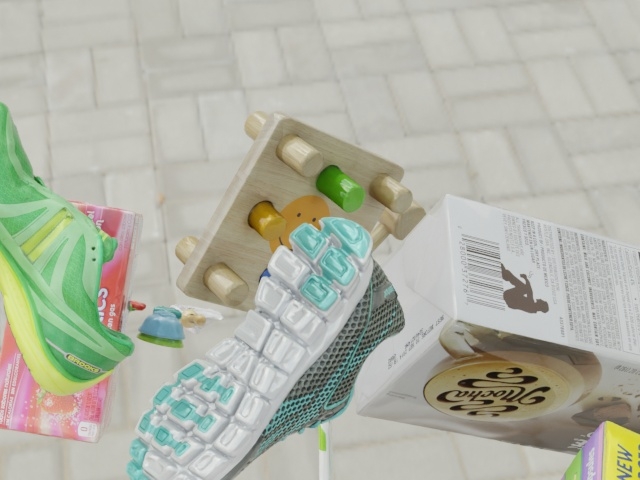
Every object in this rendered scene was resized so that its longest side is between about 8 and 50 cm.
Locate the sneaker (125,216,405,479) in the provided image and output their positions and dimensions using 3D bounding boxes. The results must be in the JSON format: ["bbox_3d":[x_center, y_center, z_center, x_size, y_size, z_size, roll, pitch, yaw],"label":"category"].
[{"bbox_3d":[-0.019,0.072,0.584,0.166,0.076,0.065,-48,43,-4],"label":"sneaker"}]

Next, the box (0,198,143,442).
[{"bbox_3d":[-0.327,0.098,1.631,0.142,0.154,0.300,9,90,-3],"label":"box"}]

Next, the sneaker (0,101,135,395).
[{"bbox_3d":[-0.263,-0.001,1.203,0.123,0.296,0.109,-21,9,-8],"label":"sneaker"}]

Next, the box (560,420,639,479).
[{"bbox_3d":[0.201,0.227,0.531,0.243,0.117,0.213,23,35,1],"label":"box"}]

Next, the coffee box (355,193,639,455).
[{"bbox_3d":[0.194,0.083,1.011,0.297,0.168,0.119,14,54,-21],"label":"coffee box"}]

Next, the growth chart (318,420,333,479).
[{"bbox_3d":[0.009,0.286,1.589,0.021,0.237,0.172,-1,80,1],"label":"growth chart"}]

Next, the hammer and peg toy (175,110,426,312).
[{"bbox_3d":[0.000,0.000,1.616,0.361,0.266,0.127,20,14,-48],"label":"hammer and peg toy"}]

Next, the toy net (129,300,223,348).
[{"bbox_3d":[-0.222,0.119,1.821,0.122,0.232,0.045,11,91,16],"label":"toy net"}]
